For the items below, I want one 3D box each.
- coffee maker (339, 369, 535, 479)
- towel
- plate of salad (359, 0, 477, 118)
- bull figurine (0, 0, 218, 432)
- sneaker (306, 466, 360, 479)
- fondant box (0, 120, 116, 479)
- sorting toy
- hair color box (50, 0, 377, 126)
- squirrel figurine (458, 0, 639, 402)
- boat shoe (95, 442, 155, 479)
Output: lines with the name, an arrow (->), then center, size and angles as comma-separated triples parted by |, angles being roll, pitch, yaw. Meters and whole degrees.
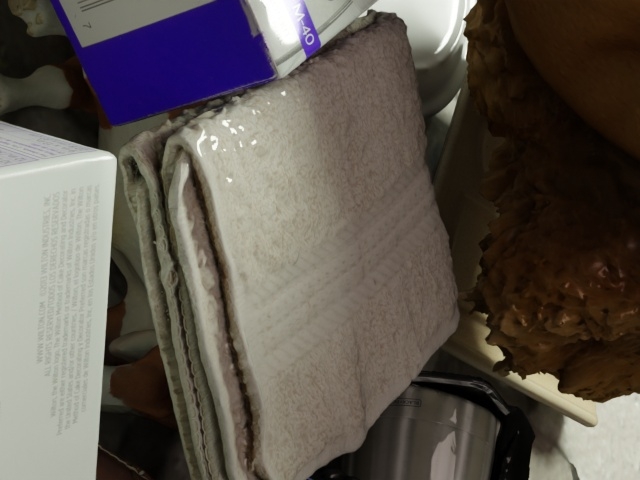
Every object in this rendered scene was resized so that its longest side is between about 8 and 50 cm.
coffee maker -> 0.066, 0.182, 0.962 | 0.171, 0.120, 0.178 | 30, 59, -37
towel -> 0.000, 0.000, 0.861 | 0.282, 0.049, 0.187 | -40, 123, -58
plate of salad -> 0.031, -0.170, 1.078 | 0.200, 0.048, 0.199 | 17, 68, -48
bull figurine -> -0.084, -0.048, 0.893 | 0.188, 0.101, 0.310 | -2, 78, -42
sneaker -> 0.006, 0.143, 0.851 | 0.081, 0.232, 0.090 | 67, 17, -65
fondant box -> -0.223, 0.095, 0.600 | 0.330, 0.096, 0.238 | -16, 118, -51
sorting toy -> 0.135, -0.003, 1.132 | 0.193, 0.038, 0.208 | 29, 66, -37
hair color box -> -0.015, -0.212, 0.853 | 0.339, 0.110, 0.185 | -47, 117, -52
squirrel figurine -> 0.249, -0.043, 0.947 | 0.281, 0.397, 0.370 | -25, 84, -33
boat shoe -> -0.084, 0.148, 0.801 | 0.207, 0.073, 0.073 | 40, 29, 22
